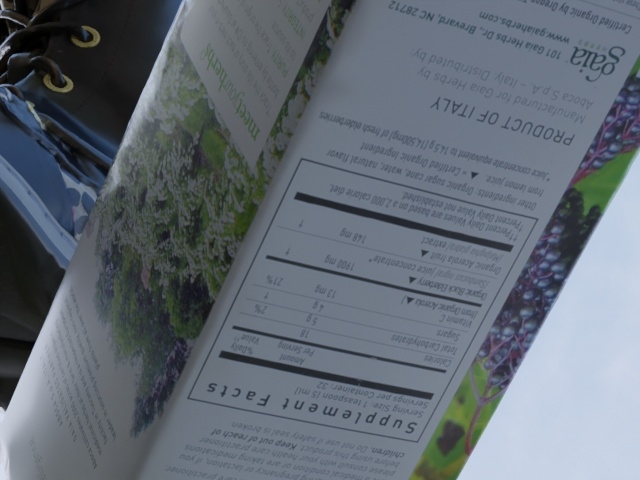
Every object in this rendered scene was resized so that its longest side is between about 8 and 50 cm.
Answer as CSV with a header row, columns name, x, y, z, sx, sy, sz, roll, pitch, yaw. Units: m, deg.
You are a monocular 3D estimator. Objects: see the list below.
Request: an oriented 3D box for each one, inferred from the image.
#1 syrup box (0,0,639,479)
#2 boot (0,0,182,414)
name,x,y,z,sx,sy,sz,roll,pitch,yaw
syrup box,0.000,0.000,0.536,0.237,0.096,0.093,-65,-150,24
boot,-0.152,-0.066,1.000,0.138,0.377,0.284,-33,-140,29
